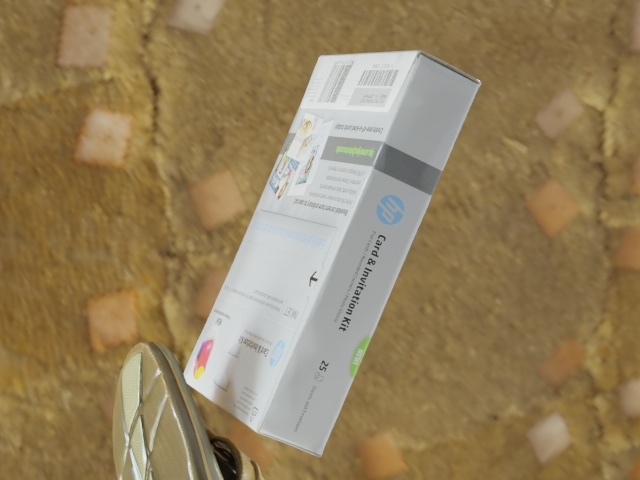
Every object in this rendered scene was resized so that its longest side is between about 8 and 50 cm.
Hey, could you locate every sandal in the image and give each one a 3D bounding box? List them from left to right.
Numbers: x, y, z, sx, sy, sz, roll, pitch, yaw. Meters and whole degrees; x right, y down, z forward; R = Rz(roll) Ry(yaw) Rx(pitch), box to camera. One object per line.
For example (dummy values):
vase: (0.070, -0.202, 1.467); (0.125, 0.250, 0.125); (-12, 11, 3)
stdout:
sandal: (-0.044, 0.129, 0.761); (0.049, 0.180, 0.072); (-17, -20, -41)

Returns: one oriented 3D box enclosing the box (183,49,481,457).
box: (0.000, 0.000, 0.802); (0.038, 0.145, 0.186); (25, -94, -19)
